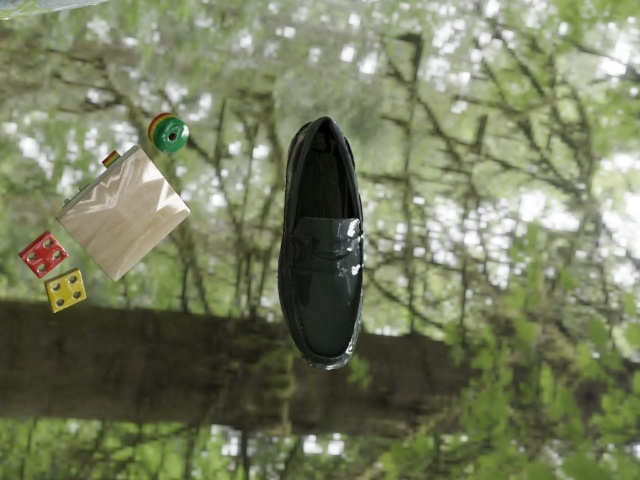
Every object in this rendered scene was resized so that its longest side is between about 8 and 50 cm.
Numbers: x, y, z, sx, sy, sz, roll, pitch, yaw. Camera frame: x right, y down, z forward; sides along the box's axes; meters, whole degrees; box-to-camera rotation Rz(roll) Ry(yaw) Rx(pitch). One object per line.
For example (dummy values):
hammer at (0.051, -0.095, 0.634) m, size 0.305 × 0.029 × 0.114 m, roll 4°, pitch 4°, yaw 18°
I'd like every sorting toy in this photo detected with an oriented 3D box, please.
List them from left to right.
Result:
sorting toy at (-0.257, -0.033, 1.635) m, size 0.274 × 0.132 × 0.046 m, roll -44°, pitch -135°, yaw -9°

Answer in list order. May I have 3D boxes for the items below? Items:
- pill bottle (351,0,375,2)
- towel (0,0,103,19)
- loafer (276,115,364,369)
pill bottle at (0.041, -0.278, 1.074) m, size 0.187 × 0.112 × 0.112 m, roll 100°, pitch -12°, yaw -68°
towel at (-0.356, -0.314, 1.500) m, size 0.374 × 0.320 × 0.090 m, roll -76°, pitch 156°, yaw -70°
loafer at (0.000, 0.000, 1.150) m, size 0.078 × 0.076 × 0.223 m, roll 111°, pitch -22°, yaw -72°
